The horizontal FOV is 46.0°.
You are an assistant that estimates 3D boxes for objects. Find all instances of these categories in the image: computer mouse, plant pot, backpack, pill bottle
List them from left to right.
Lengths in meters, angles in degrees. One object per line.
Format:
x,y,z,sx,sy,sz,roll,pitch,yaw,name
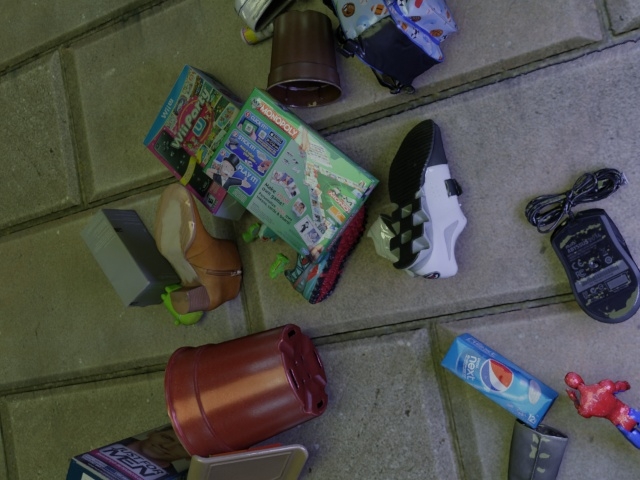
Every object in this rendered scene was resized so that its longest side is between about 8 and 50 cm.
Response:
-0.143,0.313,1.607,0.265,0.272,0.273,-23,79,18,plant pot
-0.137,-0.476,1.710,0.083,0.043,0.044,-15,83,27,pill bottle
-0.035,-0.386,1.600,0.166,0.167,0.165,-6,79,28,plant pot
0.120,-0.456,1.462,0.213,0.276,0.263,-37,67,18,backpack
0.502,0.021,1.363,0.188,0.072,0.272,-26,66,27,computer mouse

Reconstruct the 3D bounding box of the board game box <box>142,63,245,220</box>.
-0.247,-0.224,1.715,0.303,0.097,0.224,43,109,32,board game box

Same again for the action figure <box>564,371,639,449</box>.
0.543,0.311,1.334,0.280,0.139,0.091,36,104,0,action figure

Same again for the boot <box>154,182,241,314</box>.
-0.260,0.010,1.676,0.104,0.211,0.295,2,101,26,boot

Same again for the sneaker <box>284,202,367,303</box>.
0.000,0.000,1.605,0.125,0.104,0.262,34,105,26,sneaker

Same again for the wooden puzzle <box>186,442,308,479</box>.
-0.162,0.491,1.596,0.221,0.238,0.044,109,155,-46,wooden puzzle

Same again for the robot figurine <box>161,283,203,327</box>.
-0.327,0.155,1.797,0.115,0.067,0.101,41,114,22,robot figurine

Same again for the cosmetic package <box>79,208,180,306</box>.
-0.463,0.042,1.838,0.107,0.127,0.238,-47,72,19,cosmetic package

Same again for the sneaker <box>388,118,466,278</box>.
0.220,-0.076,1.494,0.122,0.146,0.331,-22,55,51,sneaker

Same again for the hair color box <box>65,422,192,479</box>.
-0.372,0.511,1.663,0.173,0.347,0.105,21,100,26,hair color box

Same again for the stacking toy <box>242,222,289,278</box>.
-0.092,-0.052,1.643,0.221,0.052,0.167,-60,39,16,stacking toy

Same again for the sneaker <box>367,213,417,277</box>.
0.153,0.019,1.557,0.061,0.053,0.152,-46,64,30,sneaker

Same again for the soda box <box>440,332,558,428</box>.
0.341,0.264,1.440,0.210,0.071,0.067,33,105,24,soda box

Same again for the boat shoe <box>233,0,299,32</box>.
-0.066,-0.559,1.632,0.267,0.096,0.088,-37,78,9,boat shoe

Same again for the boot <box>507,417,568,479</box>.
0.425,0.459,1.405,0.189,0.076,0.209,20,92,24,boot

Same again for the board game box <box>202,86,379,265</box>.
-0.066,-0.131,1.531,0.317,0.046,0.214,40,107,14,board game box
